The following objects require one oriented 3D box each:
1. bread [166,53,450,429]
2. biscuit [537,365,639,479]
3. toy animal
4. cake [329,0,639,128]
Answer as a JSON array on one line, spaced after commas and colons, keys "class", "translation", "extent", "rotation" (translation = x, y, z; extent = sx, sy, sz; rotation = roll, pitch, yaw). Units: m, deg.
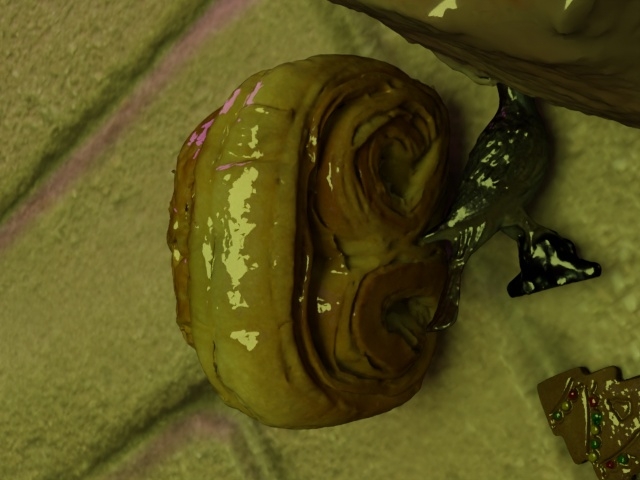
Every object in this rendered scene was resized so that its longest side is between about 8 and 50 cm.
[{"class": "bread", "translation": [-0.002, 0.001, 0.767], "extent": [0.120, 0.198, 0.236], "rotation": [8, 99, 46]}, {"class": "biscuit", "translation": [0.173, 0.108, 0.747], "extent": [0.092, 0.016, 0.082], "rotation": [29, 110, 33]}, {"class": "toy animal", "translation": [0.117, -0.041, 0.751], "extent": [0.070, 0.105, 0.202], "rotation": [169, 105, -81]}, {"class": "cake", "translation": [0.147, -0.217, 0.594], "extent": [0.237, 0.230, 0.308], "rotation": [31, 104, 45]}]
